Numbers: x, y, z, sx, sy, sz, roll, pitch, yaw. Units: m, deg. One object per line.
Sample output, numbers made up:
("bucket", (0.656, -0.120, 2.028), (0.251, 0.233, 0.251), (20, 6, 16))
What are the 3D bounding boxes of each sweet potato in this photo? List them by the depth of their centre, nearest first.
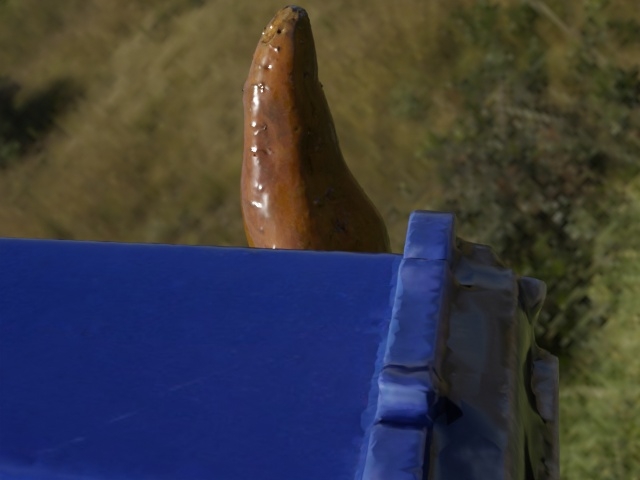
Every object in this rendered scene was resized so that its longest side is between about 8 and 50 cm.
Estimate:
("sweet potato", (0.000, 0.005, 1.227), (0.112, 0.359, 0.112), (-13, 29, 7))

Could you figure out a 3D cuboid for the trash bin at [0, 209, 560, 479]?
("trash bin", (-0.065, 0.082, 0.393), (0.184, 0.235, 0.162), (-73, -10, -63))
